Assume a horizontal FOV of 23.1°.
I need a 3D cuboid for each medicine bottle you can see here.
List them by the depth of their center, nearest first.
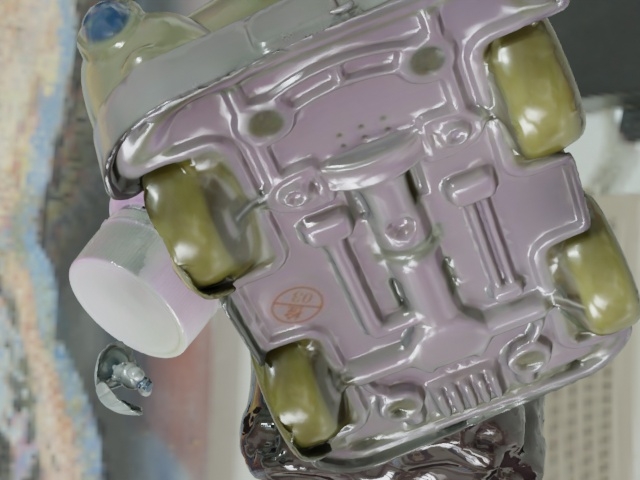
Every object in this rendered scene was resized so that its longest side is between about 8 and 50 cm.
[{"bbox_3d":[-0.192,-0.007,2.224,0.241,0.241,0.302,-23,26,55],"label":"medicine bottle"}]

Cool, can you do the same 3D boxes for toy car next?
[{"bbox_3d":[0.028,-0.049,0.892,0.226,0.242,0.336,-109,-7,-46],"label":"toy car"}]

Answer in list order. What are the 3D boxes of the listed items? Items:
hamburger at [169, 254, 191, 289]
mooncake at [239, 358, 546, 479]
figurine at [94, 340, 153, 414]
[{"bbox_3d":[-0.055,-0.031,1.169,0.162,0.115,0.162,-170,90,-84],"label":"hamburger"},{"bbox_3d":[0.099,0.220,1.908,0.381,0.350,0.212,-43,31,52],"label":"mooncake"},{"bbox_3d":[-0.254,0.187,2.056,0.086,0.094,0.082,27,79,41],"label":"figurine"}]
